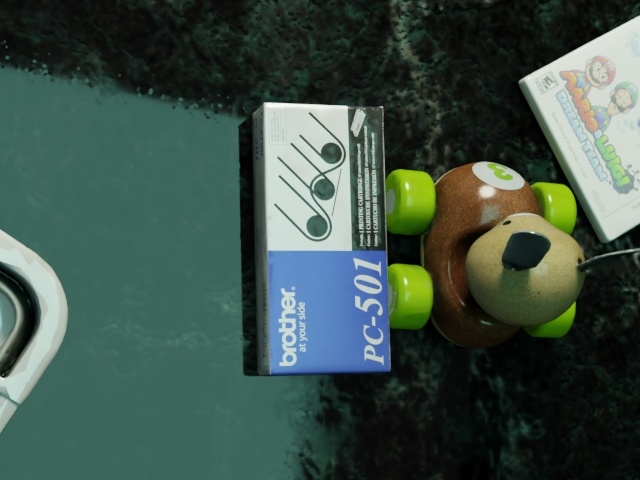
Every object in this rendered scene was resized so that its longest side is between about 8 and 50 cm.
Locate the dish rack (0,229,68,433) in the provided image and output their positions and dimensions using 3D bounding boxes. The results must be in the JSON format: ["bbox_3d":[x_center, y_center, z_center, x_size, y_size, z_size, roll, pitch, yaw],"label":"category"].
[{"bbox_3d":[-0.364,0.097,0.789,0.285,0.072,0.333,35,75,-12],"label":"dish rack"}]

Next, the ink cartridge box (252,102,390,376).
[{"bbox_3d":[0.000,0.000,0.925,0.097,0.046,0.207,0,84,-16],"label":"ink cartridge box"}]

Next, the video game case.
[{"bbox_3d":[0.264,-0.099,1.031,0.143,0.019,0.157,-29,93,-18],"label":"video game case"}]

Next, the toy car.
[{"bbox_3d":[0.149,0.005,0.893,0.155,0.188,0.149,4,83,-19],"label":"toy car"}]
